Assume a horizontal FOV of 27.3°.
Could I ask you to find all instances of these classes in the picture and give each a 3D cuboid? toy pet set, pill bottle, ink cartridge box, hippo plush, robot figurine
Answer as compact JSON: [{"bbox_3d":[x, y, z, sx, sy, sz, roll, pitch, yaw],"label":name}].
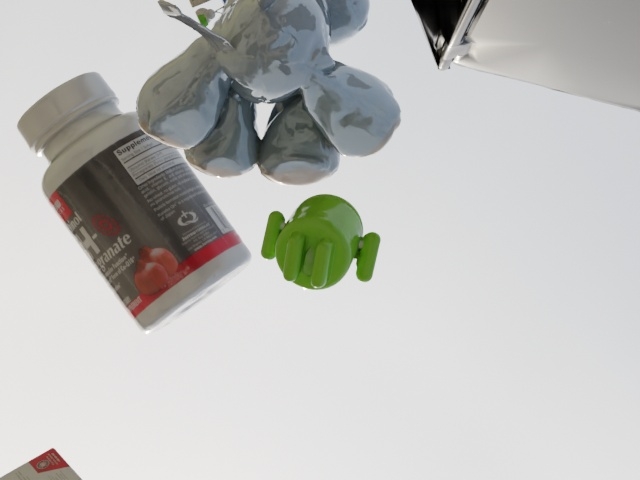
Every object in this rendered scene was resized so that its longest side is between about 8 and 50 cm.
[{"bbox_3d":[-0.111,-0.271,1.418,0.065,0.122,0.114,-23,-166,-2],"label":"toy pet set"},{"bbox_3d":[-0.246,-0.053,1.697,0.176,0.176,0.319,-38,-93,32],"label":"pill bottle"},{"bbox_3d":[-0.335,0.312,1.474,0.150,0.063,0.109,-29,-149,-21],"label":"ink cartridge box"},{"bbox_3d":[-0.062,-0.215,1.280,0.234,0.294,0.237,-15,-128,22],"label":"hippo plush"},{"bbox_3d":[0.000,0.000,1.137,0.115,0.101,0.067,-61,160,-65],"label":"robot figurine"}]

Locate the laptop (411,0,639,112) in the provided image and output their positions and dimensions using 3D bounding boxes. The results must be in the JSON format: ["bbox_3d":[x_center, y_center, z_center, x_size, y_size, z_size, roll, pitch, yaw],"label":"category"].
[{"bbox_3d":[0.191,-0.259,0.876,0.382,0.236,0.408,111,-42,-78],"label":"laptop"}]
